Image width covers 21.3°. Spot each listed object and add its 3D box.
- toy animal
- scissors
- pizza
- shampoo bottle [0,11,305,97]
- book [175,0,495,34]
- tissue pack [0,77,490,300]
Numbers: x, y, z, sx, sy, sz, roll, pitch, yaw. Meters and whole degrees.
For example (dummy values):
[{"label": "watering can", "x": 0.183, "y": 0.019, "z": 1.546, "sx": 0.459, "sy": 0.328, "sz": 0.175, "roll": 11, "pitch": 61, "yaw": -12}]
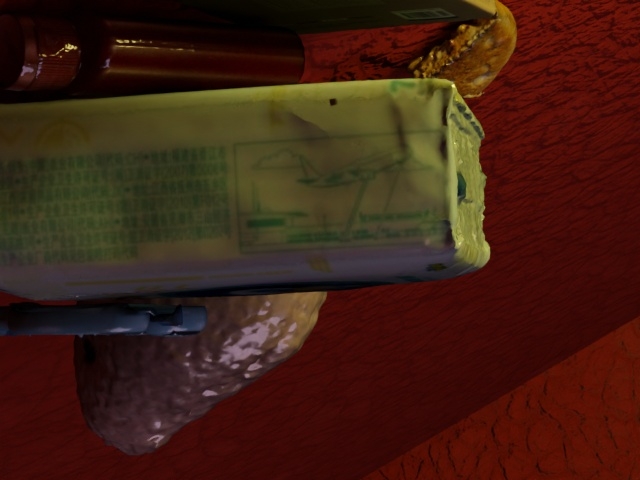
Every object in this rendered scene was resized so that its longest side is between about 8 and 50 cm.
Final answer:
[{"label": "toy animal", "x": -0.123, "y": 0.046, "z": 1.694, "sx": 0.358, "sy": 0.226, "sz": 0.188, "roll": -34, "pitch": 148, "yaw": 20}, {"label": "scissors", "x": -0.268, "y": 0.071, "z": 1.537, "sx": 0.393, "sy": 0.032, "sz": 0.180, "roll": -1, "pitch": 177, "yaw": 39}, {"label": "pizza", "x": 0.142, "y": -0.186, "z": 1.735, "sx": 0.131, "sy": 0.041, "sz": 0.178, "roll": -31, "pitch": 162, "yaw": 0}, {"label": "shampoo bottle", "x": -0.141, "y": -0.145, "z": 1.361, "sx": 0.260, "sy": 0.064, "sz": 0.102, "roll": -2, "pitch": 176, "yaw": -41}, {"label": "book", "x": -0.020, "y": -0.202, "z": 1.321, "sx": 0.217, "sy": 0.021, "sz": 0.310, "roll": -2, "pitch": 175, "yaw": 27}, {"label": "tissue pack", "x": -0.065, "y": -0.037, "z": 1.387, "sx": 0.388, "sy": 0.162, "sz": 0.287, "roll": -3, "pitch": 176, "yaw": 10}]
